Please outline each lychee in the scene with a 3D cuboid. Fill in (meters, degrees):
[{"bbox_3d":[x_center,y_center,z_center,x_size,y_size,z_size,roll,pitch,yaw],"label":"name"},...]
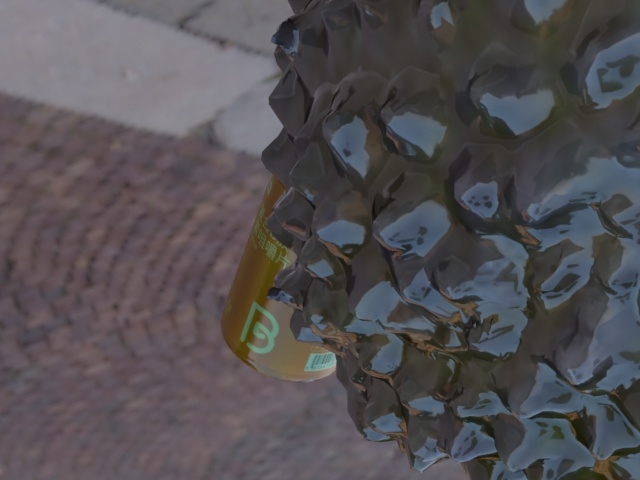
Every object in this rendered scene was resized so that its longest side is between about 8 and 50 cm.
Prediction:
[{"bbox_3d":[0.180,-0.065,0.617,0.432,0.380,0.380,-37,155,19],"label":"lychee"}]

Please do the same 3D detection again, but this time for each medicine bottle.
[{"bbox_3d":[0.000,0.000,1.284,0.096,0.096,0.192,-8,135,-33],"label":"medicine bottle"}]
